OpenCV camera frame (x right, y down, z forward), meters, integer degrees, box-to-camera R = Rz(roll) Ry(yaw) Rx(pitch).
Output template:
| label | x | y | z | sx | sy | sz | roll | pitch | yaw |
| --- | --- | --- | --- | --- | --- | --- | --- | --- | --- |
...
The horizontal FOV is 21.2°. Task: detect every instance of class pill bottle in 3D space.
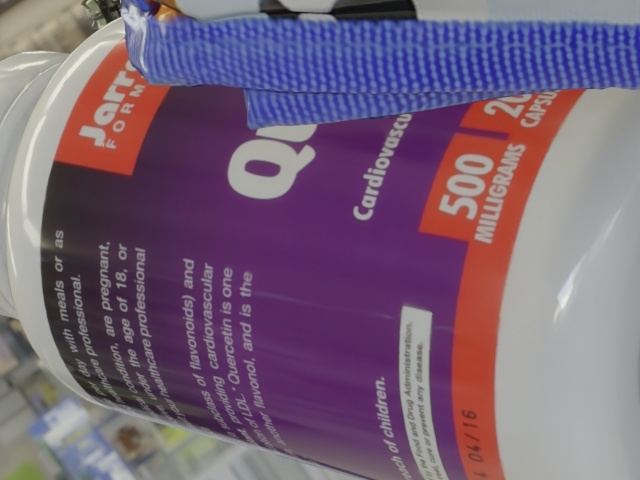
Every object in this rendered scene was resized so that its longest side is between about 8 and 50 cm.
| label | x | y | z | sx | sy | sz | roll | pitch | yaw |
| --- | --- | --- | --- | --- | --- | --- | --- | --- | --- |
| pill bottle | 0.000 | 0.000 | 0.705 | 0.323 | 0.181 | 0.181 | 11 | 33 | 30 |

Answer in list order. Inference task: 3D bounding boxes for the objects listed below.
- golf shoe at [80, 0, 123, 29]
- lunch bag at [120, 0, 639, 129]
| label | x | y | z | sx | sy | sz | roll | pitch | yaw |
| --- | --- | --- | --- | --- | --- | --- | --- | --- | --- |
| golf shoe | -0.098 | -0.201 | 1.029 | 0.120 | 0.272 | 0.105 | -28 | 35 | -18 |
| lunch bag | 0.118 | -0.216 | 0.387 | 0.386 | 0.327 | 0.239 | -12 | 21 | -20 |
